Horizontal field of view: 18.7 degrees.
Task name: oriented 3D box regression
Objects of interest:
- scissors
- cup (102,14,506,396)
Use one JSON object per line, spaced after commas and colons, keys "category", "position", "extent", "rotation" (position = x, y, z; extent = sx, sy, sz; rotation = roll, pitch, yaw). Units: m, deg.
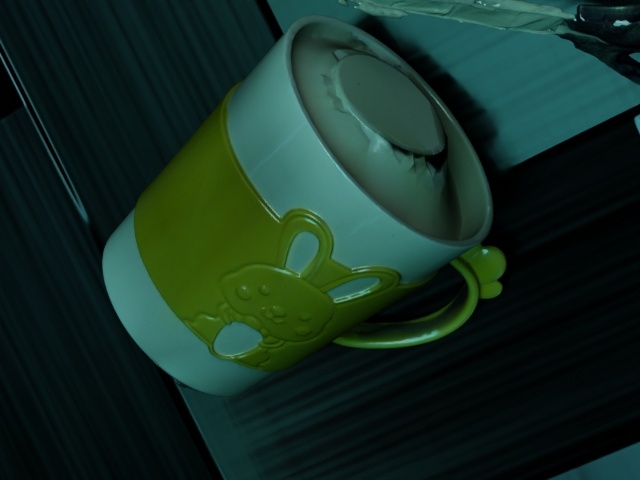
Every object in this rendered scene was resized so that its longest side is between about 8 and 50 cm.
{"category": "scissors", "position": [0.138, -0.133, 1.180], "extent": [0.300, 0.109, 0.022], "rotation": [7, 68, -13]}
{"category": "cup", "position": [0.000, 0.000, 1.289], "extent": [0.241, 0.185, 0.226], "rotation": [37, 121, -24]}
